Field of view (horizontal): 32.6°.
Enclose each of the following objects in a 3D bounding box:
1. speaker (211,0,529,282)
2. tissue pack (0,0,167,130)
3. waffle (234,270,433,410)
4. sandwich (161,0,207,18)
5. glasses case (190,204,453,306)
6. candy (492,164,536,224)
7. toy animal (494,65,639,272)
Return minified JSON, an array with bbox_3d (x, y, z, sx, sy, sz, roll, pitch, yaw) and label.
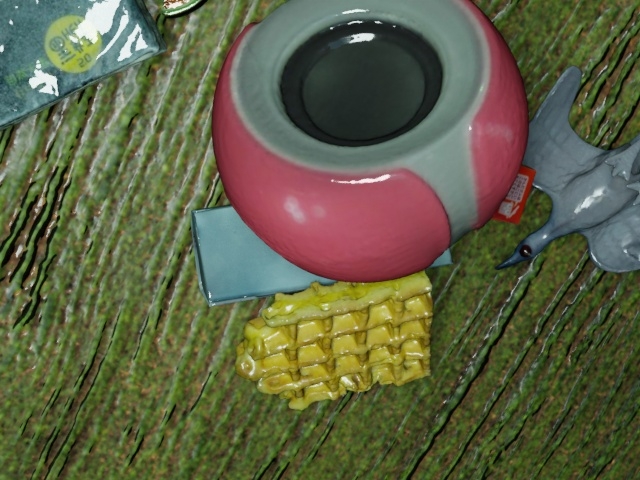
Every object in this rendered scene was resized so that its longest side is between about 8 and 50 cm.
[{"bbox_3d":[0.051,-0.111,1.025,0.294,0.294,0.294,-4,105,-15],"label":"speaker"},{"bbox_3d":[-0.276,-0.244,0.965,0.185,0.081,0.257,-25,99,3],"label":"tissue pack"},{"bbox_3d":[0.012,0.108,1.154,0.211,0.055,0.160,-15,137,-7],"label":"waffle"},{"bbox_3d":[-0.130,-0.271,1.065,0.069,0.026,0.101,-12,104,-9],"label":"sandwich"},{"bbox_3d":[0.000,0.000,1.163,0.266,0.056,0.105,-9,82,-14],"label":"glasses case"},{"bbox_3d":[0.178,-0.060,1.154,0.038,0.122,0.062,15,99,-18],"label":"candy"},{"bbox_3d":[0.299,-0.061,1.199,0.255,0.176,0.239,-37,93,-22],"label":"toy animal"}]
